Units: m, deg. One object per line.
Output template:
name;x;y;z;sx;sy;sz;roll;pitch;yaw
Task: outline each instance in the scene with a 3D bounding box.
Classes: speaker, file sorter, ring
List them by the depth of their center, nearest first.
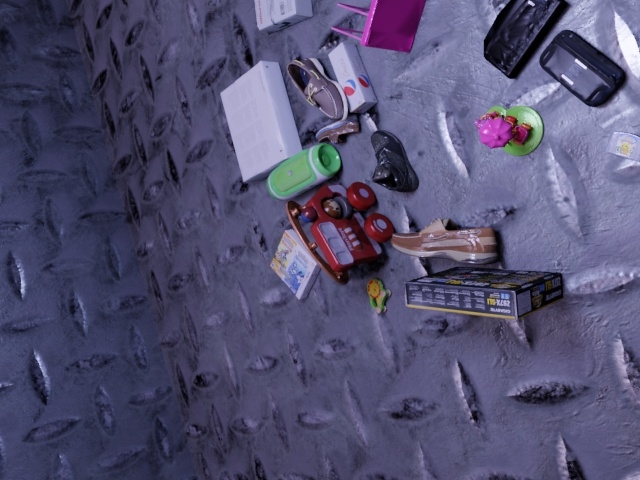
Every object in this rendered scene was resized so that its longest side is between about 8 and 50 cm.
file sorter;0.174;-0.717;1.632;0.182;0.202;0.290;37;123;37
ring;0.000;0.000;1.897;0.032;0.336;0.336;-36;69;14
speaker;-0.065;-0.240;2.034;0.296;0.131;0.131;-23;82;46

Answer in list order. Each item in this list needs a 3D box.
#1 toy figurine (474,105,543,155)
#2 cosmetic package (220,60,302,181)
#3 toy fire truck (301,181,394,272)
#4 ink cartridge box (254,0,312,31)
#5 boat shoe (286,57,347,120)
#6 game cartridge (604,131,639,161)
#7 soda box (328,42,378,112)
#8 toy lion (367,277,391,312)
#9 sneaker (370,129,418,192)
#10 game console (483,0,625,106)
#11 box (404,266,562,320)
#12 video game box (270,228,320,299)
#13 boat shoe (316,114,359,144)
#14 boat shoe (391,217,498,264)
toy figurine;0.453;-0.289;1.457;0.173;0.159;0.130;42;125;33
cosmetic package;-0.228;-0.446;2.183;0.284;0.097;0.377;-19;84;48
toy fire truck;0.069;-0.050;1.837;0.169;0.254;0.302;-45;66;41
ink cartridge box;-0.133;-0.839;2.010;0.208;0.087;0.153;0;98;45
boat shoe;-0.012;-0.501;1.896;0.324;0.097;0.116;61;149;35
game cartridge;0.705;-0.219;1.314;0.083;0.017;0.056;30;115;39
soda box;0.105;-0.523;1.840;0.074;0.069;0.216;-29;78;45
toy lion;0.190;0.182;1.924;0.096;0.034;0.100;36;123;44
sneaker;0.200;-0.247;1.754;0.087;0.130;0.227;-38;68;41
game console;0.564;-0.456;1.396;0.361;0.044;0.213;53;132;26
box;0.426;0.130;1.501;0.322;0.257;0.079;1;100;45
video game box;-0.094;0.091;2.189;0.205;0.048;0.187;46;125;30
boat shoe;0.056;-0.360;1.925;0.183;0.066;0.066;-21;84;46
boat shoe;0.361;-0.006;1.654;0.324;0.123;0.119;7;98;37
